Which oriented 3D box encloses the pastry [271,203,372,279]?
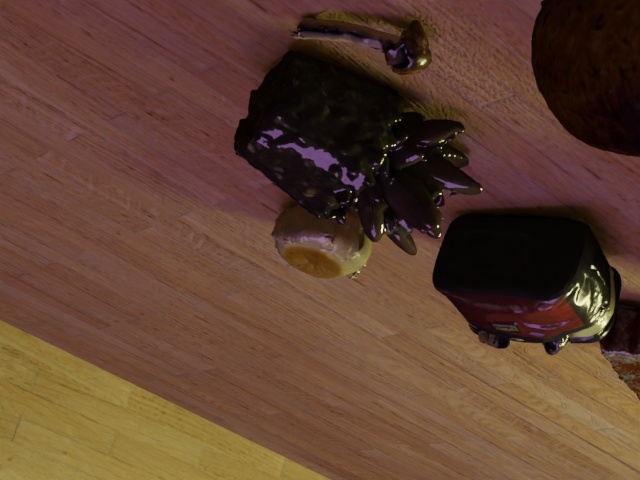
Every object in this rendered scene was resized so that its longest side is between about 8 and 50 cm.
[{"bbox_3d":[0.000,0.000,2.050,0.165,0.088,0.166,12,155,6],"label":"pastry"}]

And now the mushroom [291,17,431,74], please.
[{"bbox_3d":[0.050,-0.246,1.556,0.187,0.061,0.060,19,145,23],"label":"mushroom"}]

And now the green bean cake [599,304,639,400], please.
[{"bbox_3d":[0.556,0.193,2.106,0.198,0.097,0.233,5,153,21],"label":"green bean cake"}]

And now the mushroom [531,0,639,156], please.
[{"bbox_3d":[0.368,-0.169,1.208,0.331,0.334,0.356,11,139,21],"label":"mushroom"}]

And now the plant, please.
[{"bbox_3d":[0.050,-0.106,1.693,0.320,0.182,0.194,30,153,-18],"label":"plant"}]

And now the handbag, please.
[{"bbox_3d":[0.307,0.068,1.899,0.254,0.181,0.181,1,150,36],"label":"handbag"}]
